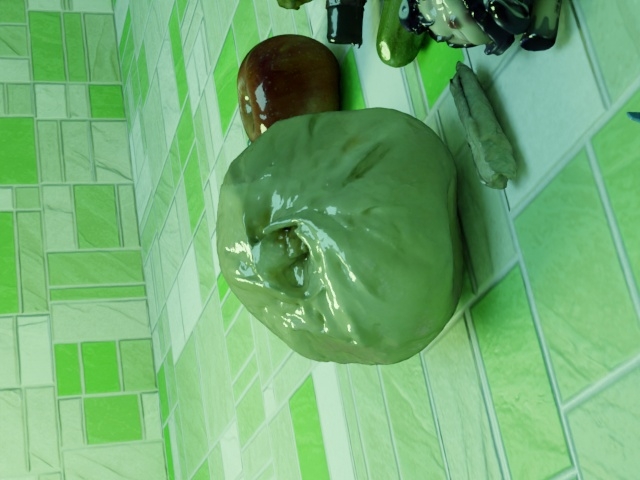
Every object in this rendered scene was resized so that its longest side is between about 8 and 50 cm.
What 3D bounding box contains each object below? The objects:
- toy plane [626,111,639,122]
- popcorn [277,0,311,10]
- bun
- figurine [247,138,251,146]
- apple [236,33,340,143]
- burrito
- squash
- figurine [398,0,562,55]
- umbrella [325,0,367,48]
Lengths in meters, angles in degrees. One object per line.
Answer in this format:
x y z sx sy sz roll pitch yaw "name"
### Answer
0.332 -0.066 0.860 0.246 0.078 0.169 -124 37 -46 "toy plane"
-0.062 -0.470 1.792 0.187 0.186 0.167 147 138 -77 "popcorn"
0.017 -0.006 1.404 0.361 0.213 0.360 -1 89 32 "bun"
-0.107 -0.154 2.102 0.075 0.068 0.140 -125 40 -53 "figurine"
-0.046 -0.234 1.802 0.201 0.162 0.201 167 90 -75 "apple"
0.187 -0.137 1.303 0.058 0.045 0.188 97 161 -55 "burrito"
0.120 -0.328 1.443 0.069 0.069 0.238 -112 26 -45 "squash"
0.172 -0.283 1.229 0.222 0.145 0.145 14 105 60 "figurine"
0.042 -0.444 1.630 0.090 0.094 0.325 4 95 26 "umbrella"
